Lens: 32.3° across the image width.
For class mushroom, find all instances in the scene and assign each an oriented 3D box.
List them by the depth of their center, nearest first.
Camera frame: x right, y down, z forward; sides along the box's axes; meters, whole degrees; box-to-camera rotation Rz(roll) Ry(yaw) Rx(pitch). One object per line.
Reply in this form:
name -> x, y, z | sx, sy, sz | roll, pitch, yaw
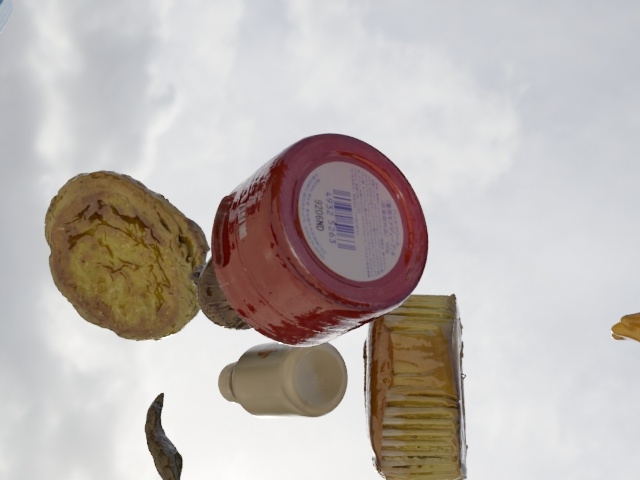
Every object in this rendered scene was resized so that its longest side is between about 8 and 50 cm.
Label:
mushroom -> -0.096, 0.048, 1.321 | 0.109, 0.126, 0.085 | 30, -28, -11

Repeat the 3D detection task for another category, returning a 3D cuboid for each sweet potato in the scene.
sweet potato -> -0.201, 0.263, 1.410 | 0.038, 0.041, 0.153 | 54, 9, -45

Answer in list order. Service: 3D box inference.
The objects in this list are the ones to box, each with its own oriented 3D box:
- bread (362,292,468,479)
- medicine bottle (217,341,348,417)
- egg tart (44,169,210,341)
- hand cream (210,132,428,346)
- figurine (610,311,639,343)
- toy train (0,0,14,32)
bread -> 0.137, 0.218, 1.642 | 0.156, 0.288, 0.204 | -2, -22, 9
medicine bottle -> -0.068, 0.207, 1.636 | 0.252, 0.114, 0.114 | -16, -77, 57
egg tart -> -0.325, 0.021, 1.920 | 0.341, 0.129, 0.341 | 11, -63, 23
hand cream -> 0.000, 0.000, 1.083 | 0.193, 0.193, 0.125 | 56, -40, -1
figurine -> 0.420, 0.228, 1.128 | 0.187, 0.215, 0.344 | -60, -138, 49
toy train -> -0.619, -0.356, 1.624 | 0.300, 0.188, 0.265 | 27, -16, -5
